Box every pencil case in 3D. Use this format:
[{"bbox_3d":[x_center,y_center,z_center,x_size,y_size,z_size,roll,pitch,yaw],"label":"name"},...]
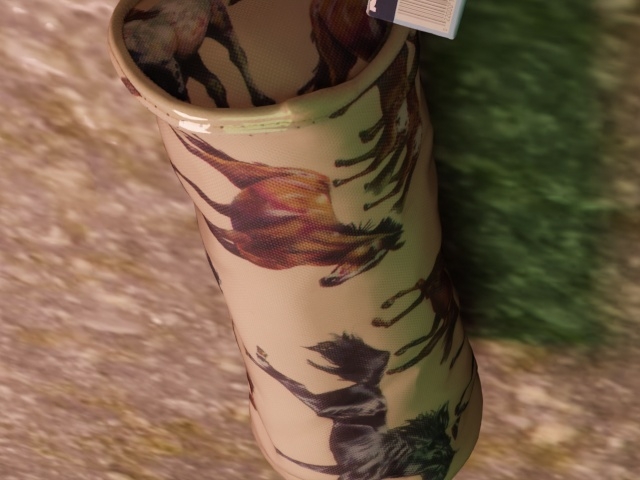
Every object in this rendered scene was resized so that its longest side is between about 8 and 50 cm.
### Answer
[{"bbox_3d":[0.000,0.000,0.936,0.159,0.184,0.410,-16,139,-1],"label":"pencil case"}]

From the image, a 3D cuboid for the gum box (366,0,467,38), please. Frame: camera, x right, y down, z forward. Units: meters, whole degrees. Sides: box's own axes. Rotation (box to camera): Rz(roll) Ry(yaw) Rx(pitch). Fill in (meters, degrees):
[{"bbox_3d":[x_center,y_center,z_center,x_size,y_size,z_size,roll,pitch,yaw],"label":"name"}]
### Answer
[{"bbox_3d":[0.070,-0.200,0.617,0.041,0.184,0.157,16,144,4],"label":"gum box"}]
